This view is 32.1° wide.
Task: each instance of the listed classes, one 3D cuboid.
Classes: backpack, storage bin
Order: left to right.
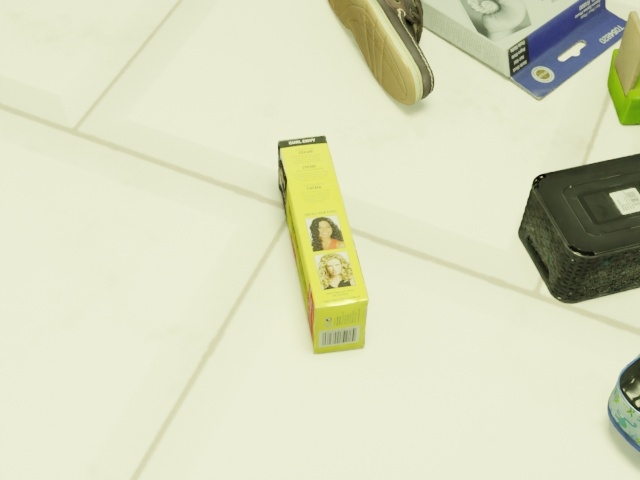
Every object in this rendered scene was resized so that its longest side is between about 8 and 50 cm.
[{"bbox_3d":[0.323,-0.017,1.218,0.180,0.084,0.122,-13,52,-13],"label":"storage bin"},{"bbox_3d":[0.335,0.158,1.070,0.114,0.084,0.105,-28,57,-31],"label":"backpack"}]

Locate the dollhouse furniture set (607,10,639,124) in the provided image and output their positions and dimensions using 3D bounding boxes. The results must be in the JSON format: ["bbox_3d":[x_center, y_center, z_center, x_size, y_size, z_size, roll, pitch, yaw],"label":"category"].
[{"bbox_3d":[0.520,-0.191,1.321,0.301,0.151,0.197,-3,50,-2],"label":"dollhouse furniture set"}]

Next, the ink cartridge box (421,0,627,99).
[{"bbox_3d":[0.273,-0.307,1.481,0.224,0.045,0.223,38,57,24],"label":"ink cartridge box"}]

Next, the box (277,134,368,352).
[{"bbox_3d":[0.000,0.000,1.179,0.058,0.087,0.232,-8,52,-8],"label":"box"}]

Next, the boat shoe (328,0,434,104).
[{"bbox_3d":[0.087,-0.284,1.414,0.092,0.103,0.285,-17,48,-12],"label":"boat shoe"}]
